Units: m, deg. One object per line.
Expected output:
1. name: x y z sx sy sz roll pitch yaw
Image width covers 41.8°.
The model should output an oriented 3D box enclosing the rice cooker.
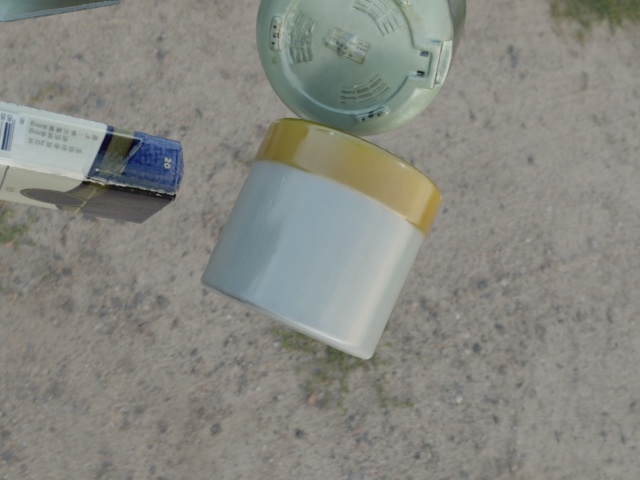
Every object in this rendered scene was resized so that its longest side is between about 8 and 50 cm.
1. rice cooker: 0.067 -0.312 1.181 0.288 0.288 0.277 42 33 -9

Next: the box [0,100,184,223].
1. box: -0.285 -0.080 0.856 0.259 0.168 0.071 12 77 -22

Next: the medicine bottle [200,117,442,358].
1. medicine bottle: 0.000 0.000 1.045 0.238 0.238 0.232 27 84 -19

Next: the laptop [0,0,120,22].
1. laptop: -0.494 -0.428 1.418 0.188 0.015 0.269 34 35 17
